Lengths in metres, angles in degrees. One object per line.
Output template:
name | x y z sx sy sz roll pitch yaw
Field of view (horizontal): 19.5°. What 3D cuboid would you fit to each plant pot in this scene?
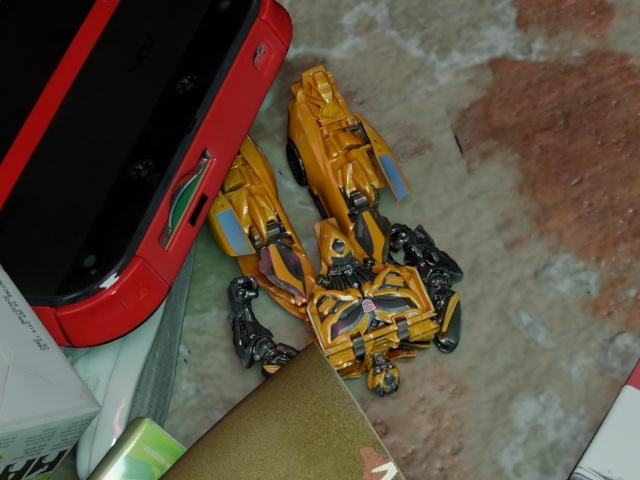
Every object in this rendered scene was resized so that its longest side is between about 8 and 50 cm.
plant pot | -0.049 0.239 1.355 0.254 0.237 0.237 -32 67 -2

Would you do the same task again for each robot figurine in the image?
robot figurine | 0.000 0.000 1.605 0.211 0.085 0.291 -21 68 -15

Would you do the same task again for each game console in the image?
game console | -0.225 -0.080 1.604 0.342 0.060 0.386 1 51 32

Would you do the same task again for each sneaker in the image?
sneaker | -0.211 0.082 1.591 0.169 0.108 0.292 4 56 8

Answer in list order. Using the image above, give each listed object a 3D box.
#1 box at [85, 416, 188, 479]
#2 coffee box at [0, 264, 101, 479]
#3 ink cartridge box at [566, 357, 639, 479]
box | -0.148 0.331 1.438 0.232 0.058 0.322 40 71 -11
coffee box | -0.323 0.172 1.454 0.168 0.119 0.297 51 122 22
ink cartridge box | 0.215 0.236 1.378 0.114 0.197 0.273 29 48 10
